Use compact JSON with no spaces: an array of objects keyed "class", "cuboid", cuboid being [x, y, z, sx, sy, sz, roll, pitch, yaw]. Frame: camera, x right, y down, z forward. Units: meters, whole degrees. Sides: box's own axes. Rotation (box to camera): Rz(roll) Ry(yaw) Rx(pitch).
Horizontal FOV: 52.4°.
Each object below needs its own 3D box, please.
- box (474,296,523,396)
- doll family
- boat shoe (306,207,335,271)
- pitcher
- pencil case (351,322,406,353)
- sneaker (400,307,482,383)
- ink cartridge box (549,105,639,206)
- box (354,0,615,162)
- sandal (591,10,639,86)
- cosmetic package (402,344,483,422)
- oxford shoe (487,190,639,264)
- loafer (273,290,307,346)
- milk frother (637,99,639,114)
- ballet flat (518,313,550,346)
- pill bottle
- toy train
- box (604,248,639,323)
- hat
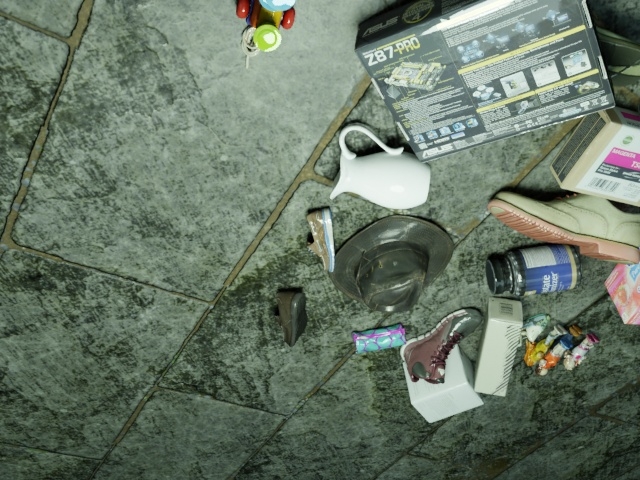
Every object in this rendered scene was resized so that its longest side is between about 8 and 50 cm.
[{"class":"box","cuboid":[0.504,0.304,1.857,0.094,0.113,0.275,8,124,10]},{"class":"doll family","cuboid":[0.708,0.326,1.969,0.263,0.118,0.163,2,131,-41]},{"class":"boat shoe","cuboid":[0.000,0.000,1.583,0.066,0.066,0.183,-4,125,3]},{"class":"pitcher","cuboid":[0.134,-0.158,1.410,0.207,0.125,0.177,8,124,2]},{"class":"pencil case","cuboid":[0.169,0.282,1.874,0.152,0.064,0.070,-12,151,3]},{"class":"sneaker","cuboid":[0.362,0.324,1.871,0.106,0.162,0.281,32,123,-32]},{"class":"ink cartridge box","cuboid":[0.674,-0.190,1.462,0.235,0.088,0.193,10,133,-15]},{"class":"box","cuboid":[0.307,-0.325,1.215,0.395,0.097,0.318,-14,138,29]},{"class":"sandal","cuboid":[0.496,-0.386,1.248,0.303,0.086,0.120,19,143,-22]},{"class":"cosmetic package","cuboid":[0.373,0.435,1.988,0.184,0.151,0.151,-24,133,17]},{"class":"oxford shoe","cuboid":[0.596,-0.062,1.575,0.397,0.140,0.146,18,86,-11]},{"class":"loafer","cuboid":[-0.084,0.204,1.770,0.078,0.080,0.220,22,138,17]},{"class":"milk frother","cuboid":[0.728,-0.311,1.322,0.143,0.129,0.135,-27,135,10]},{"class":"ballet flat","cuboid":[0.598,0.280,1.928,0.188,0.070,0.070,-28,131,18]},{"class":"pill bottle","cuboid":[0.547,0.079,1.684,0.219,0.123,0.123,-9,135,1]},{"class":"toy train","cuboid":[-0.096,-0.375,1.142,0.105,0.143,0.248,9,132,-15]},{"class":"box","cuboid":[0.897,0.072,1.703,0.142,0.154,0.300,3,135,-10]},{"class":"hat","cuboid":[0.187,0.095,1.647,0.331,0.134,0.331,-3,134,-3]}]
